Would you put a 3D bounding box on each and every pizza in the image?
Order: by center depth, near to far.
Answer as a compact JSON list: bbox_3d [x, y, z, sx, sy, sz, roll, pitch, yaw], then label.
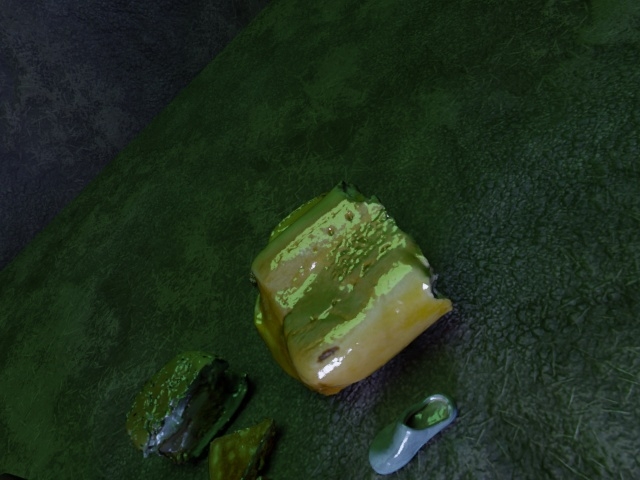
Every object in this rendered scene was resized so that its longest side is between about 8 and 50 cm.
[{"bbox_3d":[-0.155,0.462,1.179,0.193,0.053,0.201,-40,29,5],"label":"pizza"}]

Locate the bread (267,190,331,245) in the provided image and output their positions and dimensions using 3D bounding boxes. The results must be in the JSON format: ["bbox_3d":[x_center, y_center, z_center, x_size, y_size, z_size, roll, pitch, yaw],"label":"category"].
[{"bbox_3d":[0.000,0.000,1.395,0.270,0.142,0.195,-30,47,10],"label":"bread"}]

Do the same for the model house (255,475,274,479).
[{"bbox_3d":[-0.096,0.514,1.061,0.101,0.088,0.100,8,62,38],"label":"model house"}]

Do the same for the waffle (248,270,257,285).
[{"bbox_3d":[-0.166,0.090,1.538,0.083,0.029,0.075,-21,41,28],"label":"waffle"}]

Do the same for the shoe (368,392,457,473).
[{"bbox_3d":[0.159,0.342,1.017,0.195,0.078,0.079,-36,41,1],"label":"shoe"}]

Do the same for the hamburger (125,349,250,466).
[{"bbox_3d":[-0.320,0.378,1.299,0.192,0.167,0.288,24,73,46],"label":"hamburger"}]

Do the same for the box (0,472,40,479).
[{"bbox_3d":[-0.751,0.719,1.335,0.168,0.193,0.294,-1,54,45],"label":"box"}]

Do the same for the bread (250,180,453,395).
[{"bbox_3d":[0.045,0.118,1.173,0.394,0.250,0.361,-43,54,7],"label":"bread"}]
